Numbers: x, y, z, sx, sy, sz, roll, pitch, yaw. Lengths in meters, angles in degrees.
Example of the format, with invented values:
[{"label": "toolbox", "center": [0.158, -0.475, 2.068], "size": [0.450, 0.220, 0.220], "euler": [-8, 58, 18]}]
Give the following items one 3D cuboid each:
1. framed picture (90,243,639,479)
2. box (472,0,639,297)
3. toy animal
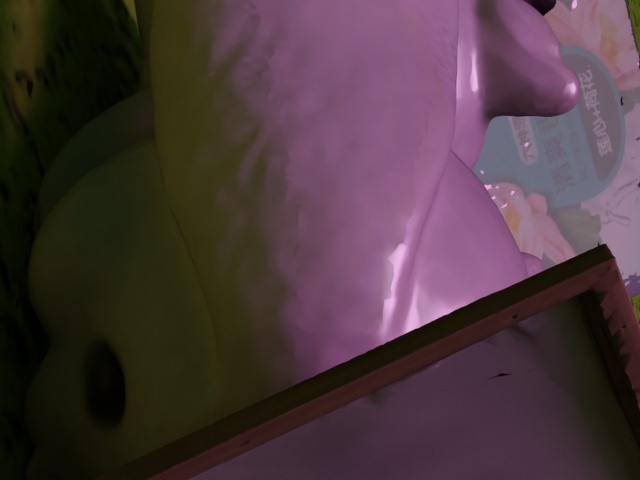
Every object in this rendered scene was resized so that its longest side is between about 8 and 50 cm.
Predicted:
[{"label": "framed picture", "center": [0.000, 0.082, 0.479], "size": [0.136, 0.201, 0.010], "euler": [60, 6, -49]}, {"label": "box", "center": [0.089, -0.072, 0.944], "size": [0.153, 0.092, 0.245], "euler": [-25, 107, -30]}, {"label": "toy animal", "center": [0.006, -0.001, 0.625], "size": [0.249, 0.174, 0.289], "euler": [47, 35, -57]}]
